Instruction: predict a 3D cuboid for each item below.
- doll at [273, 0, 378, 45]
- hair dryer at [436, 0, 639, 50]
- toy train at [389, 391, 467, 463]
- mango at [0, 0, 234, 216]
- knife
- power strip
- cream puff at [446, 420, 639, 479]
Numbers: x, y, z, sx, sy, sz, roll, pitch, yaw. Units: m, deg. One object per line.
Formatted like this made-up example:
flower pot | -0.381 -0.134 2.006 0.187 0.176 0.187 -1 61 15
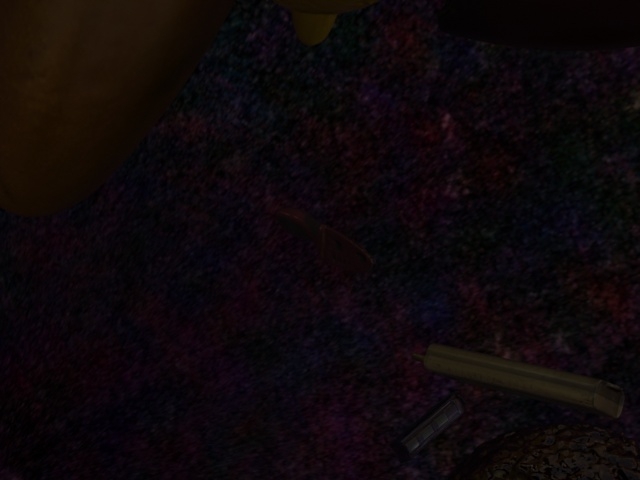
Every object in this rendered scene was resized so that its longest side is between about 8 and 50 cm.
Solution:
doll | 0.010 -0.218 0.610 0.145 0.363 0.199 -8 112 -13
hair dryer | 0.134 -0.123 0.235 0.340 0.313 0.123 -29 105 -61
toy train | 0.082 0.130 0.683 0.083 0.017 0.017 -29 85 -42
mango | -0.105 -0.121 0.465 0.113 0.253 0.138 18 27 -26
knife | 0.000 0.000 0.839 0.018 0.247 0.035 -9 104 -17
power strip | 0.221 0.160 1.123 0.092 0.268 0.034 28 75 -51
cream puff | 0.208 0.268 0.797 0.165 0.239 0.239 0 70 -55
